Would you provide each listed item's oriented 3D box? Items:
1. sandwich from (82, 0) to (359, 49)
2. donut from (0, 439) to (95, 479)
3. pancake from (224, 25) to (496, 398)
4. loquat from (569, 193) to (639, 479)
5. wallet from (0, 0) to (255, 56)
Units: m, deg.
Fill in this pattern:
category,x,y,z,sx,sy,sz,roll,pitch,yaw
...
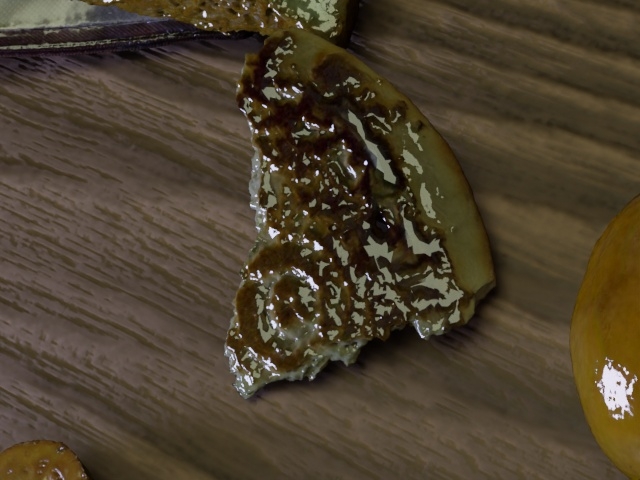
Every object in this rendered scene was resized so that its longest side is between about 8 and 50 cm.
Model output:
category,x,y,z,sx,sy,sz,roll,pitch,yaw
sandwich,-0.073,-0.270,1.398,0.251,0.087,0.226,16,67,7
donut,-0.205,0.197,1.302,0.108,0.043,0.097,9,71,28
pancake,0.000,0.000,1.294,0.266,0.057,0.244,42,103,26
loquat,0.246,0.057,1.086,0.176,0.187,0.234,-2,65,24
wallet,-0.198,-0.257,1.504,0.335,0.068,0.274,-5,68,14
